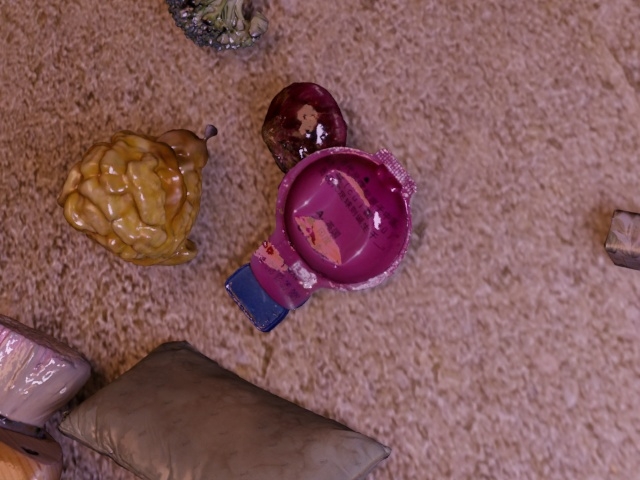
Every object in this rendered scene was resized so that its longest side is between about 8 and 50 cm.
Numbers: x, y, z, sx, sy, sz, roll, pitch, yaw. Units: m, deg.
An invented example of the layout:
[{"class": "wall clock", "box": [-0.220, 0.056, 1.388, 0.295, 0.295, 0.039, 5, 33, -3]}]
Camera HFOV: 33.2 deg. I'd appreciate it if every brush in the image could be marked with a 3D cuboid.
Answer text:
[{"class": "brush", "box": [-0.335, 0.184, 1.157, 0.267, 0.174, 0.166, 22, 83, 51]}]

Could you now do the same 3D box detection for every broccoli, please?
[{"class": "broccoli", "box": [-0.092, -0.311, 1.271, 0.204, 0.118, 0.122, -45, 28, -11]}]

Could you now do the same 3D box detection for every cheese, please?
[{"class": "cheese", "box": [0.000, 0.000, 1.128, 0.244, 0.062, 0.155, -43, 82, 22]}]

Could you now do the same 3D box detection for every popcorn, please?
[{"class": "popcorn", "box": [-0.202, -0.046, 1.185, 0.140, 0.194, 0.163, 16, 116, 11]}]

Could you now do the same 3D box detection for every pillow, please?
[{"class": "pillow", "box": [-0.103, 0.195, 1.078, 0.302, 0.185, 0.075, 22, 128, 30]}]

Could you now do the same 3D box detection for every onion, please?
[{"class": "onion", "box": [-0.014, -0.118, 1.165, 0.107, 0.097, 0.107, 14, 107, 51]}]

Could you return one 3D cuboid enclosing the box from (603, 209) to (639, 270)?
[{"class": "box", "box": [0.313, 0.006, 0.979, 0.098, 0.062, 0.045, 11, 78, 30]}]
